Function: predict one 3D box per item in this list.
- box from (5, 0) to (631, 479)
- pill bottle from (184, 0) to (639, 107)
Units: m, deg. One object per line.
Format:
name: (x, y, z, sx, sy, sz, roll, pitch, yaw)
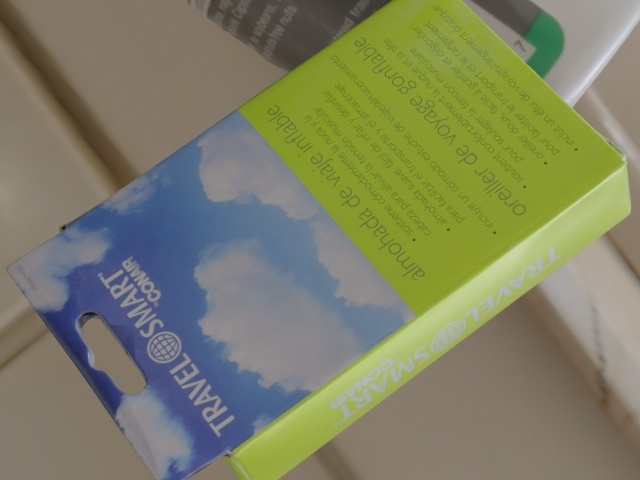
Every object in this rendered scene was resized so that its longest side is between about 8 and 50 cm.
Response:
box: (0.000, 0.000, 0.577, 0.109, 0.178, 0.042, 49, -10, 31)
pill bottle: (-0.008, -0.200, 0.866, 0.361, 0.204, 0.204, 36, 21, -2)
